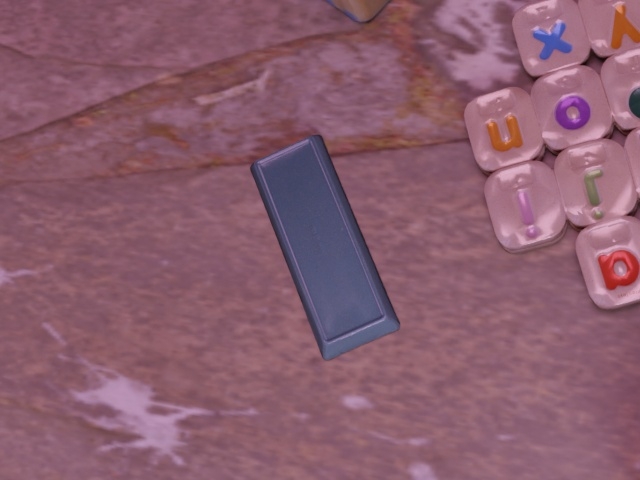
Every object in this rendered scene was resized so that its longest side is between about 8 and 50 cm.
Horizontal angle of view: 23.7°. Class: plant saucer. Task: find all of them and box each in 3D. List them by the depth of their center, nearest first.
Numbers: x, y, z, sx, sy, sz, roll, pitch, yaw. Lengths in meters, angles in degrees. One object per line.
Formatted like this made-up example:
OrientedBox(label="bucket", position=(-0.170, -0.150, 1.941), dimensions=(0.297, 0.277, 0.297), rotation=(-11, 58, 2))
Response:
OrientedBox(label="plant saucer", position=(0.000, 0.000, 1.235), dimensions=(0.067, 0.018, 0.192), rotation=(-24, 62, 4))

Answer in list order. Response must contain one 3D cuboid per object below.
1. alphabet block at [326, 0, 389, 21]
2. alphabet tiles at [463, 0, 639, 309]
OrientedBox(label="alphabet block", position=(0.014, -0.338, 1.278), dimensions=(0.192, 0.197, 0.193), rotation=(37, 81, 26))
OrientedBox(label="alphabet tiles", position=(0.262, -0.089, 1.199), dimensions=(0.284, 0.021, 0.278), rotation=(-17, 63, 8))
